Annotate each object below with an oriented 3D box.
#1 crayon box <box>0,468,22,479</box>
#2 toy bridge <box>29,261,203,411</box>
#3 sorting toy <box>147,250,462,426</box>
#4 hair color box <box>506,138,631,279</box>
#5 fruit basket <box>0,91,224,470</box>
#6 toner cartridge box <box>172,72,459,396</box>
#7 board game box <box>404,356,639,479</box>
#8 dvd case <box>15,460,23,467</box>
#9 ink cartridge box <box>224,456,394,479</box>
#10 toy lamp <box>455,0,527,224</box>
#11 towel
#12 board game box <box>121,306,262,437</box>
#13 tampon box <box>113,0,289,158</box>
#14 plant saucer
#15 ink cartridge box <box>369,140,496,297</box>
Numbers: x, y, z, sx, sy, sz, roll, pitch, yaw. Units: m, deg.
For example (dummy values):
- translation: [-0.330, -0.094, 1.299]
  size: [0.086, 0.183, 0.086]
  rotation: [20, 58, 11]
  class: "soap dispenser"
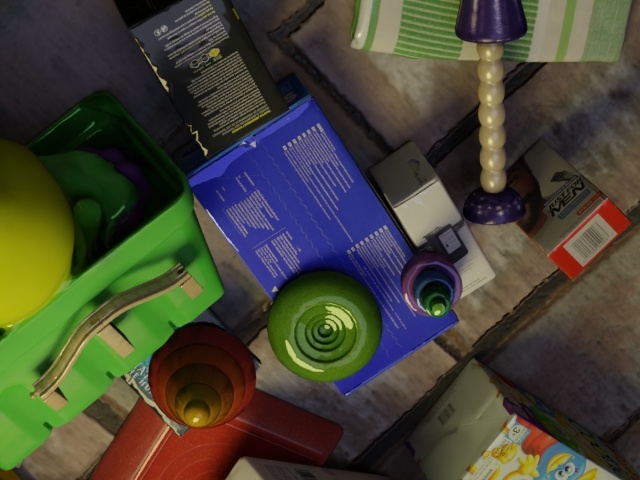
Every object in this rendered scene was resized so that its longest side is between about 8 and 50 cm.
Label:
- translation: [-0.356, 0.372, 1.497]
  size: [0.106, 0.363, 0.313]
  rotation: [-32, 125, 8]
  class: "crayon box"
- translation: [-0.198, 0.087, 1.372]
  size: [0.188, 0.026, 0.063]
  rotation: [-40, 148, -4]
  class: "toy bridge"
- translation: [-0.017, 0.119, 1.553]
  size: [0.366, 0.126, 0.127]
  rotation: [-23, 104, 5]
  class: "sorting toy"
- translation: [0.265, -0.038, 1.646]
  size: [0.093, 0.167, 0.053]
  rotation: [-45, 120, 6]
  class: "hair color box"
- translation: [-0.310, 0.005, 1.394]
  size: [0.392, 0.283, 0.392]
  rotation: [-16, 126, -23]
  class: "fruit basket"
- translation: [0.000, 0.000, 1.629]
  size: [0.165, 0.075, 0.348]
  rotation: [-34, 120, 1]
  class: "toner cartridge box"
- translation: [0.267, 0.291, 1.816]
  size: [0.275, 0.142, 0.144]
  rotation: [32, 101, -28]
  class: "board game box"
- translation: [-0.413, 0.145, 1.591]
  size: [0.239, 0.029, 0.179]
  rotation: [16, 108, -25]
  class: "dvd case"
- translation: [0.027, 0.365, 1.692]
  size: [0.278, 0.201, 0.117]
  rotation: [17, 110, -47]
  class: "ink cartridge box"
- translation: [0.187, -0.155, 1.577]
  size: [0.080, 0.080, 0.274]
  rotation: [-12, 116, -13]
  class: "toy lamp"
- translation: [0.197, -0.312, 1.573]
  size: [0.325, 0.038, 0.247]
  rotation: [-2, 116, -19]
  class: "towel"
- translation: [-0.173, 0.112, 1.626]
  size: [0.126, 0.026, 0.186]
  rotation: [-42, 103, 4]
  class: "board game box"
- translation: [-0.121, -0.189, 1.476]
  size: [0.101, 0.120, 0.161]
  rotation: [-30, 120, -2]
  class: "tampon box"
- translation: [-0.133, 0.292, 1.742]
  size: [0.259, 0.048, 0.258]
  rotation: [27, 104, -26]
  class: "plant saucer"
- translation: [0.124, -0.022, 1.641]
  size: [0.063, 0.109, 0.150]
  rotation: [-32, 120, 3]
  class: "ink cartridge box"
